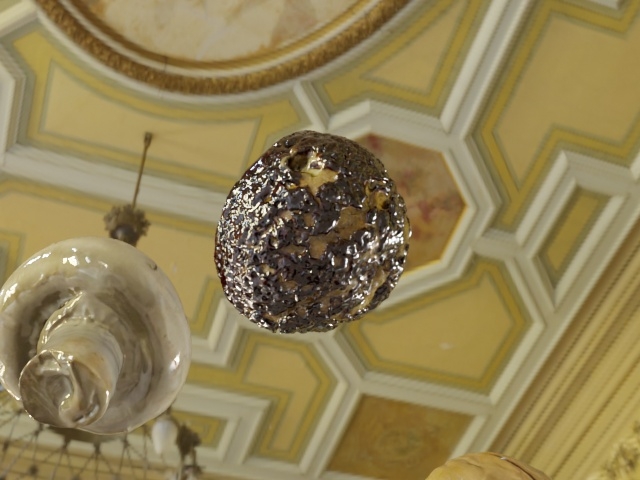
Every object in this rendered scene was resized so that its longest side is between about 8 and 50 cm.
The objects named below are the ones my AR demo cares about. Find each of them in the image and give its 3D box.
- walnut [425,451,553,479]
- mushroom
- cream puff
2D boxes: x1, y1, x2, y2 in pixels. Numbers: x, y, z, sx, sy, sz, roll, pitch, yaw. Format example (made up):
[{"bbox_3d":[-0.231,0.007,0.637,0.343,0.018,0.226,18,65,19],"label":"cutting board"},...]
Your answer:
[{"bbox_3d":[0.171,0.292,0.839,0.167,0.207,0.167,-23,-30,-14],"label":"walnut"},{"bbox_3d":[-0.333,0.148,1.244,0.292,0.290,0.293,2,-76,8],"label":"mushroom"},{"bbox_3d":[0.000,0.000,1.019,0.239,0.165,0.239,-34,-38,-33],"label":"cream puff"}]
